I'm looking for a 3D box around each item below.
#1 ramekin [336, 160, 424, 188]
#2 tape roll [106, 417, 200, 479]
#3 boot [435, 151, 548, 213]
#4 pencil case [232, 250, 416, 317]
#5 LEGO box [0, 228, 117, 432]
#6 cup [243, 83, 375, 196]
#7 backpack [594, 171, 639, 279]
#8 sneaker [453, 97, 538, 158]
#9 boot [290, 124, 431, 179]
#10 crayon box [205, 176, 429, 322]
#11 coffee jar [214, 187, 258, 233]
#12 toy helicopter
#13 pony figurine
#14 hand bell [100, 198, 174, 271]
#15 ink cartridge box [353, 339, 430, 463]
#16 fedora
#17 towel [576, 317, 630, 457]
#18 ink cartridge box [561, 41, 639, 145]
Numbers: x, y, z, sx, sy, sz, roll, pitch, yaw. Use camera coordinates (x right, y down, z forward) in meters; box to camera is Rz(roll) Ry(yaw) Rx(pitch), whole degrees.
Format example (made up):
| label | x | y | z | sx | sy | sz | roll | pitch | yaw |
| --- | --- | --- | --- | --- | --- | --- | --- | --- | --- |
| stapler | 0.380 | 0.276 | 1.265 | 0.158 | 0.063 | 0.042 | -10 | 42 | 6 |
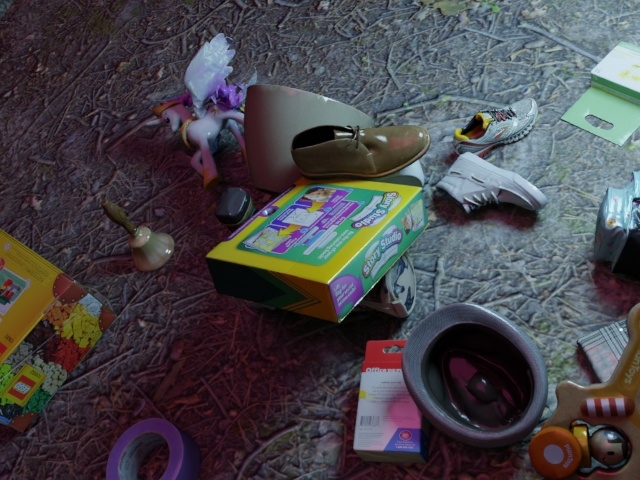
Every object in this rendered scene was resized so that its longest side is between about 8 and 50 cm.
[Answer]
| label | x | y | z | sx | sy | sz | roll | pitch | yaw |
| --- | --- | --- | --- | --- | --- | --- | --- | --- | --- |
| ramekin | 0.145 | -0.142 | 1.660 | 0.207 | 0.207 | 0.109 | -24 | 60 | 7 |
| tape roll | -0.360 | 0.487 | 1.523 | 0.189 | 0.080 | 0.188 | -12 | 54 | 17 |
| boot | 0.380 | -0.102 | 1.602 | 0.123 | 0.095 | 0.258 | -48 | 43 | -5 |
| pencil case | 0.012 | 0.088 | 1.580 | 0.411 | 0.160 | 0.183 | 1 | 53 | 25 |
| LEGO box | -0.848 | 0.203 | 1.868 | 0.500 | 0.193 | 0.372 | 25 | 70 | 35 |
| cup | -0.055 | -0.221 | 1.760 | 0.331 | 0.331 | 0.236 | 15 | 88 | 32 |
| backpack | 0.621 | -0.039 | 1.389 | 0.145 | 0.165 | 0.188 | 18 | 63 | 22 |
| sneaker | 0.421 | -0.275 | 1.692 | 0.225 | 0.092 | 0.088 | -32 | 50 | 0 |
| boot | 0.083 | -0.204 | 1.527 | 0.306 | 0.115 | 0.112 | -8 | 63 | 14 |
| crayon box | 0.000 | 0.000 | 1.466 | 0.313 | 0.106 | 0.363 | 11 | 39 | 35 |
| coffee jar | -0.189 | -0.047 | 1.749 | 0.079 | 0.184 | 0.096 | 4 | 59 | 27 |
| toy helicopter | 0.516 | 0.272 | 1.173 | 0.235 | 0.140 | 0.354 | 24 | 95 | 25 |
| pony figurine | -0.292 | -0.354 | 1.987 | 0.351 | 0.303 | 0.363 | -42 | 66 | 3 |
| hand bell | -0.498 | -0.031 | 1.842 | 0.126 | 0.242 | 0.126 | -12 | 54 | 17 |
| ink cartridge box | 0.149 | 0.319 | 1.410 | 0.134 | 0.078 | 0.230 | -4 | 56 | 21 |
| fedora | 0.295 | 0.263 | 1.345 | 0.275 | 0.124 | 0.243 | 38 | 81 | 23 |
| towel | 0.659 | 0.252 | 1.241 | 0.312 | 0.056 | 0.324 | -22 | 52 | 9 |
| ink cartridge box | 0.701 | -0.346 | 1.642 | 0.235 | 0.056 | 0.171 | -43 | 52 | -11 |
